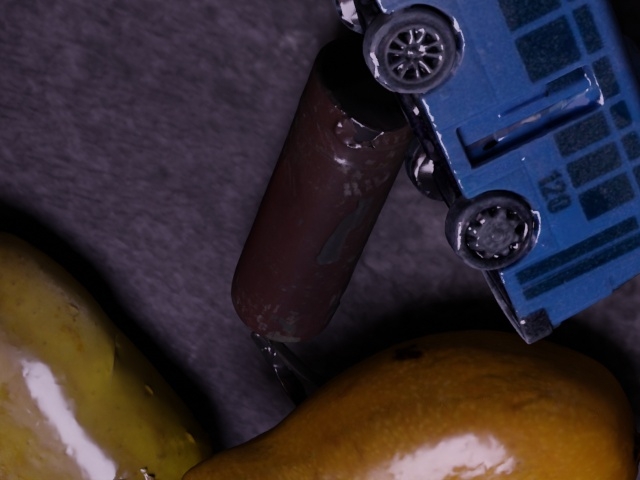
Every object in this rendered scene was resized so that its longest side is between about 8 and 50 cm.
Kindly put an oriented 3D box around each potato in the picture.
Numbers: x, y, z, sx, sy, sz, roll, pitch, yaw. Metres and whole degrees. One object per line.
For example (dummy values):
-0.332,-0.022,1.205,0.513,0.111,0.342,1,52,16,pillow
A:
-0.185,0.127,1.167,0.173,0.140,0.300,-26,110,36,potato

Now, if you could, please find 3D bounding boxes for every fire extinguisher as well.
0.000,0.000,0.999,0.089,0.072,0.268,43,139,18,fire extinguisher

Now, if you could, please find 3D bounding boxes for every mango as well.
0.060,0.149,1.044,0.294,0.120,0.177,-16,117,18,mango

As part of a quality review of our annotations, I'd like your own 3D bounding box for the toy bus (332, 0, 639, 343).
0.100,-0.078,0.834,0.133,0.116,0.234,-27,119,1,toy bus
